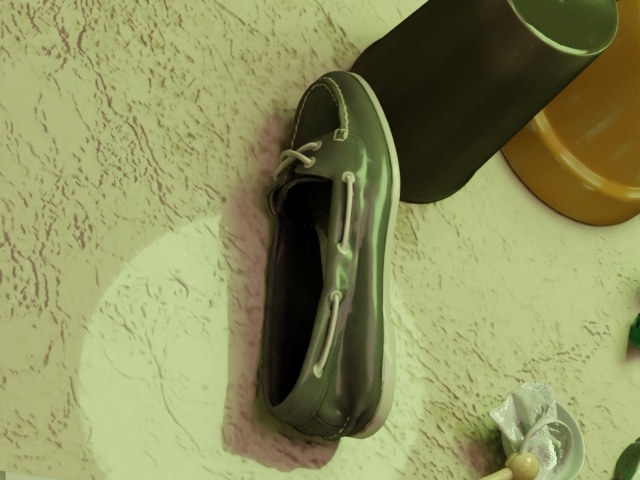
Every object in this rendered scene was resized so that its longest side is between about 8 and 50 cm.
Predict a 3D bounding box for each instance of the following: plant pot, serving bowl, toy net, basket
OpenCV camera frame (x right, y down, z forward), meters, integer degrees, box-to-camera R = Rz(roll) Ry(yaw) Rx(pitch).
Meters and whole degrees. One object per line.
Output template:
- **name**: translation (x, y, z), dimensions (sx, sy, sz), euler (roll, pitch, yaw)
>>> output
- **plant pot**: translation (0.297, -0.145, 1.718), dimensions (0.205, 0.188, 0.205), euler (15, 58, -26)
- **serving bowl**: translation (0.190, 0.178, 1.576), dimensions (0.083, 0.027, 0.083), euler (16, 58, -26)
- **toy net**: translation (0.176, 0.225, 1.503), dimensions (0.122, 0.045, 0.232), euler (28, 65, -15)
- **basket**: translation (0.145, -0.163, 1.604), dimensions (0.154, 0.227, 0.204), euler (38, 51, -10)

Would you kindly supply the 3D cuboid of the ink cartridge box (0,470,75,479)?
- **ink cartridge box**: translation (-0.222, 0.266, 1.201), dimensions (0.283, 0.117, 0.207), euler (12, 59, -28)

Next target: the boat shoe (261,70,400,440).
- **boat shoe**: translation (0.000, 0.000, 1.497), dimensions (0.095, 0.112, 0.335), euler (13, 62, -33)

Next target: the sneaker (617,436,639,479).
- **sneaker**: translation (0.281, 0.234, 1.589), dimensions (0.061, 0.054, 0.152), euler (47, 49, -6)

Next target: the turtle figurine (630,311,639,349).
- **turtle figurine**: translation (0.419, 0.097, 1.709), dimensions (0.234, 0.118, 0.175), euler (25, 66, -8)
